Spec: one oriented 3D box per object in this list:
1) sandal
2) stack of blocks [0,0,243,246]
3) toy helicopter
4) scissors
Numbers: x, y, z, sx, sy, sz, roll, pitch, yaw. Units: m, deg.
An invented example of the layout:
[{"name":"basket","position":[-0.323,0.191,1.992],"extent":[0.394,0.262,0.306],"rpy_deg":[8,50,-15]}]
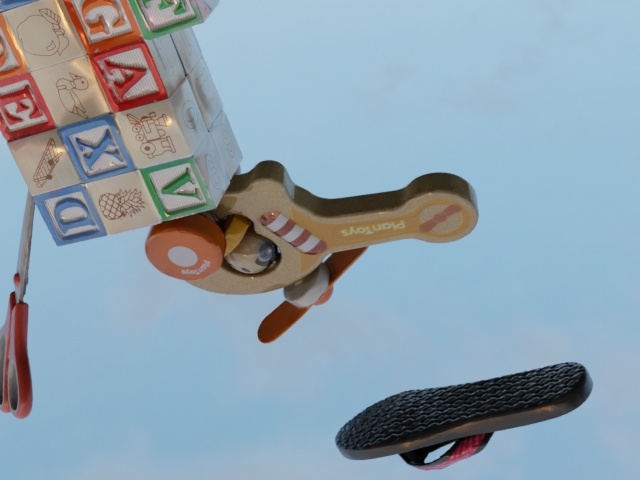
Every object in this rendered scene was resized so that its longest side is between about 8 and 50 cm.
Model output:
[{"name":"sandal","position":[0.089,0.120,0.689],"extent":[0.179,0.040,0.067],"rpy_deg":[-16,-161,27]},{"name":"stack of blocks","position":[-0.151,-0.158,0.729],"extent":[0.171,0.297,0.087],"rpy_deg":[-12,-155,17]},{"name":"toy helicopter","position":[0.000,0.000,1.184],"extent":[0.355,0.235,0.140],"rpy_deg":[-9,-135,17]},{"name":"scissors","position":[-0.335,0.056,1.189],"extent":[0.021,0.297,0.109],"rpy_deg":[-2,-167,-29]}]
